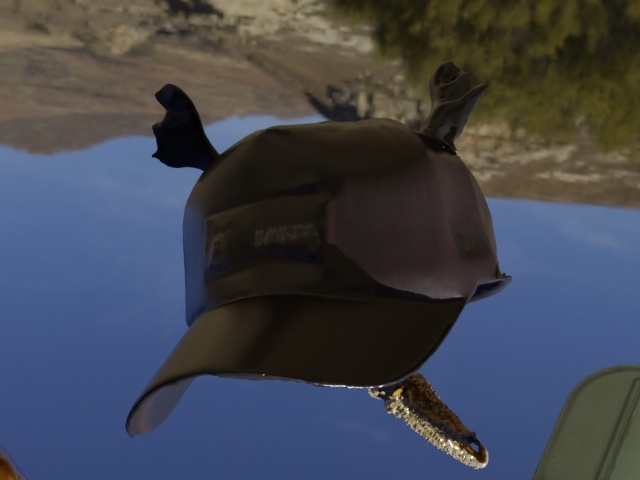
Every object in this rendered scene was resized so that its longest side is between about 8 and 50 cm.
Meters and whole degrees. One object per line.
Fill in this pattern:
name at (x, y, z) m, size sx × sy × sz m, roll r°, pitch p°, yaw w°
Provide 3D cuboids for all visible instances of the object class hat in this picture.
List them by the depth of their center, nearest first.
hat at (-0.014, -0.019, 0.707) m, size 0.238 × 0.209 × 0.336 m, roll -12°, pitch -175°, yaw 24°

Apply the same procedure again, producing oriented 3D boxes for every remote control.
remote control at (0.214, 0.202, 0.843) m, size 0.104 × 0.052 × 0.247 m, roll 11°, pitch -127°, yaw 33°

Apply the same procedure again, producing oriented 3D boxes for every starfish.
starfish at (0.065, 0.128, 0.966) m, size 0.240 × 0.043 × 0.227 m, roll 35°, pitch 169°, yaw -8°

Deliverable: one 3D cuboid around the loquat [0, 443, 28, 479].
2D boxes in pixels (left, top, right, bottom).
loquat at (-0.289, 0.216, 0.569) m, size 0.328 × 0.328 × 0.328 m, roll 7°, pitch -170°, yaw -1°
